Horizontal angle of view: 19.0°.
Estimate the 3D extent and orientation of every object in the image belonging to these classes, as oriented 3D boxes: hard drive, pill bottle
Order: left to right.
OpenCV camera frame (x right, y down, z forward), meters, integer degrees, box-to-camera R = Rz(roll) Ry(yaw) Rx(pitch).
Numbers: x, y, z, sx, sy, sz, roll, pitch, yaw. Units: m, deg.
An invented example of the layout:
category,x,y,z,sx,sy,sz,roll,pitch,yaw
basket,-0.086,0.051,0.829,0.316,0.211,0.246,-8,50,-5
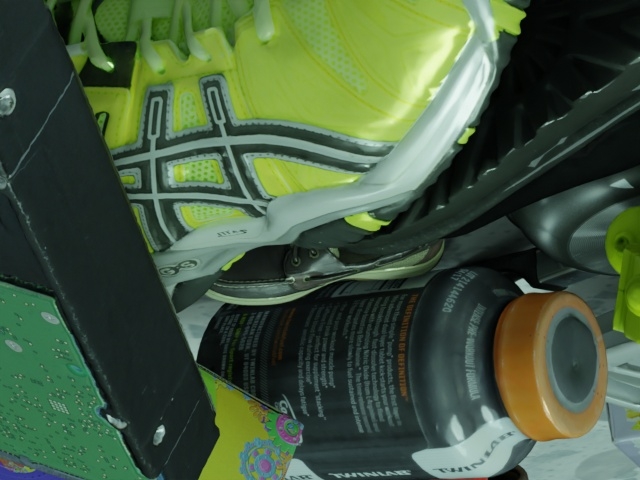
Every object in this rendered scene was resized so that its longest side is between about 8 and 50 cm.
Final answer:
category,x,y,z,sx,sy,sz,roll,pitch,yaw
hard drive,-0.186,-0.013,0.821,0.237,0.064,0.339,15,148,22
pill bottle,0.052,0.085,1.186,0.245,0.130,0.130,-8,161,37

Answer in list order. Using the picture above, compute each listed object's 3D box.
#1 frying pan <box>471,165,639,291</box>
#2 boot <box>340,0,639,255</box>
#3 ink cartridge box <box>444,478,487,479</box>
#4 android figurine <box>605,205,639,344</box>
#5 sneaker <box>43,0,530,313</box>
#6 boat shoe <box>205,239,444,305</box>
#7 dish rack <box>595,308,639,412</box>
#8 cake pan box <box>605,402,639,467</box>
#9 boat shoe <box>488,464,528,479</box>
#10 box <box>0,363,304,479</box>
category,x,y,z,sx,sy,sz,roll,pitch,yaw
frying pan,0.151,-0.008,1.149,0.326,0.053,0.197,-21,152,28
boot,0.173,-0.065,0.890,0.260,0.131,0.348,16,149,-42
ink cartridge box,-0.007,0.228,1.509,0.296,0.066,0.261,-3,129,-5
android figurine,0.259,0.030,0.970,0.273,0.056,0.248,-2,-165,-46
sneaker,-0.059,-0.067,0.833,0.147,0.145,0.384,24,139,-31
boat shoe,0.000,0.000,1.128,0.152,0.056,0.049,-11,154,-10
dish rack,0.350,0.087,1.252,0.333,0.072,0.285,19,162,-14
cake pan box,0.377,0.143,1.535,0.245,0.070,0.267,-11,157,19
boat shoe,0.009,0.219,1.618,0.342,0.123,0.123,5,127,-3
box,-0.216,0.151,1.155,0.290,0.177,0.279,31,146,-15
